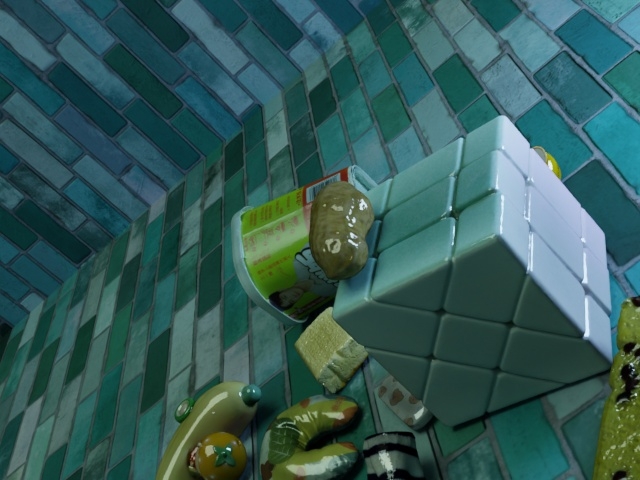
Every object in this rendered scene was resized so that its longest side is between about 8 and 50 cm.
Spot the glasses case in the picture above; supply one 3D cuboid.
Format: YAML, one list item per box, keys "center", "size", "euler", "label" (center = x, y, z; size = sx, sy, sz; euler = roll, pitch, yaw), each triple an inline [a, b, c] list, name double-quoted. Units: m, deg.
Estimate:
- center: [0.151, 0.281, 1.680]
  size: [0.063, 0.041, 0.164]
  euler: [-48, 24, -2]
  label: "glasses case"

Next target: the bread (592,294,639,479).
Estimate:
- center: [0.451, 0.208, 1.264]
  size: [0.138, 0.077, 0.361]
  euler: [-21, 34, 42]
  label: "bread"

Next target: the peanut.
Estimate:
- center: [0.033, -0.019, 1.495]
  size: [0.108, 0.095, 0.226]
  euler: [-38, 25, 27]
  label: "peanut"

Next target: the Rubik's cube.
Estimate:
- center: [0.250, 0.055, 1.534]
  size: [0.322, 0.319, 0.316]
  euler: [-30, 29, 31]
  label: "Rubik's cube"

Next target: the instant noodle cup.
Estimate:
- center: [0.000, 0.000, 2.105]
  size: [0.308, 0.294, 0.294]
  euler: [-27, 29, 22]
  label: "instant noodle cup"

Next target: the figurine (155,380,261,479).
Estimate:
- center: [-0.229, 0.440, 1.967]
  size: [0.222, 0.124, 0.324]
  euler: [-8, 47, 49]
  label: "figurine"

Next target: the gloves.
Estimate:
- center: [0.107, 0.413, 1.478]
  size: [0.140, 0.131, 0.218]
  euler: [-21, 65, 40]
  label: "gloves"

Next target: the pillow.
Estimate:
- center: [-0.019, 0.382, 1.767]
  size: [0.214, 0.086, 0.233]
  euler: [-24, 28, 20]
  label: "pillow"

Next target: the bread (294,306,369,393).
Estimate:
- center: [0.024, 0.220, 1.950]
  size: [0.125, 0.068, 0.188]
  euler: [-47, 23, 0]
  label: "bread"

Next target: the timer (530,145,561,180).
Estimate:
- center: [0.415, -0.121, 1.848]
  size: [0.107, 0.109, 0.107]
  euler: [-12, 63, 25]
  label: "timer"
